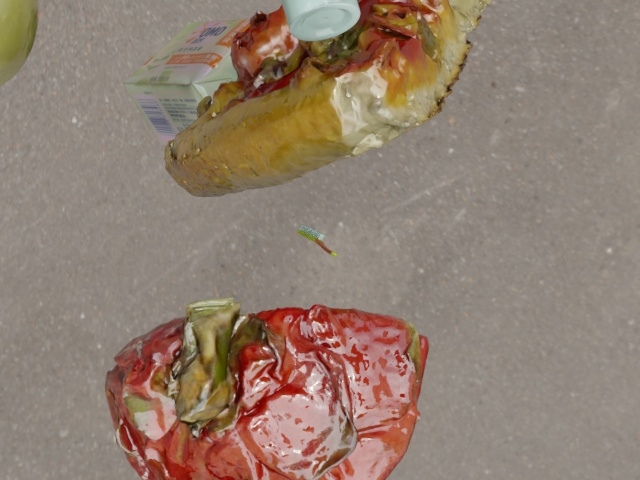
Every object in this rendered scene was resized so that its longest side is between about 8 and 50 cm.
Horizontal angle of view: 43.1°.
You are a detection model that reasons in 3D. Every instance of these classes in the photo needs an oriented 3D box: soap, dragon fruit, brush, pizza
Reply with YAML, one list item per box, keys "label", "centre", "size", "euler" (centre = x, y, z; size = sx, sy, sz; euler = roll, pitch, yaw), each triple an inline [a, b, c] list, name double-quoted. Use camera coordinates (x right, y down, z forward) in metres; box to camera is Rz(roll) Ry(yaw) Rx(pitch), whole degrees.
- label: "soap"
  centre: [-0.174, -0.248, 1.284]
  size: [0.182, 0.199, 0.138]
  euler: [-50, 130, -28]
- label: "dragon fruit"
  centre: [-0.077, 0.170, 0.676]
  size: [0.205, 0.152, 0.317]
  euler: [33, 126, -31]
- label: "brush"
  centre: [0.000, 0.000, 1.194]
  size: [0.019, 0.083, 0.021]
  euler: [31, 92, -50]
- label: "pizza"
  centre: [0.025, -0.194, 0.752]
  size: [0.406, 0.440, 0.130]
  euler: [-45, 109, -19]

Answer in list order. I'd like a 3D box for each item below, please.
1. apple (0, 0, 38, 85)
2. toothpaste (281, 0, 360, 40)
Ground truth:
- label: "apple"
  centre: [-0.300, -0.184, 0.581]
  size: [0.200, 0.200, 0.200]
  euler: [-7, 116, -14]
- label: "toothpaste"
  centre: [-0.022, -0.196, 0.390]
  size: [0.056, 0.036, 0.205]
  euler: [-17, 79, 17]
